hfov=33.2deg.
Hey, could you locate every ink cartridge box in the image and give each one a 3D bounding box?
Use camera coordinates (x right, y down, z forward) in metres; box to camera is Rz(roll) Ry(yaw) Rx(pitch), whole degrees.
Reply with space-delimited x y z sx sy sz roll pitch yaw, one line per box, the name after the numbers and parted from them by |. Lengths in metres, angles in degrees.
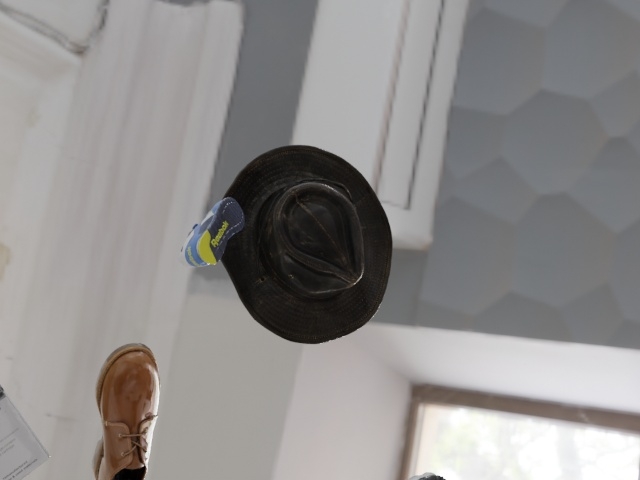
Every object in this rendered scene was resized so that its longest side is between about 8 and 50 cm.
-0.396 0.177 1.186 0.082 0.139 0.191 -38 -73 -22 | ink cartridge box

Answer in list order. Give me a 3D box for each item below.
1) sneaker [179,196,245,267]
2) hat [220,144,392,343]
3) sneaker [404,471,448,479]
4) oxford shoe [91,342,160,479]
-0.155 -0.012 1.519 0.053 0.059 0.144 55 -144 -16 | sneaker
0.000 0.000 1.720 0.331 0.134 0.331 2 -96 -23 | hat
0.093 0.277 0.814 0.271 0.108 0.100 58 -146 -28 | sneaker
-0.213 0.213 1.212 0.076 0.076 0.212 -5 -59 -24 | oxford shoe
